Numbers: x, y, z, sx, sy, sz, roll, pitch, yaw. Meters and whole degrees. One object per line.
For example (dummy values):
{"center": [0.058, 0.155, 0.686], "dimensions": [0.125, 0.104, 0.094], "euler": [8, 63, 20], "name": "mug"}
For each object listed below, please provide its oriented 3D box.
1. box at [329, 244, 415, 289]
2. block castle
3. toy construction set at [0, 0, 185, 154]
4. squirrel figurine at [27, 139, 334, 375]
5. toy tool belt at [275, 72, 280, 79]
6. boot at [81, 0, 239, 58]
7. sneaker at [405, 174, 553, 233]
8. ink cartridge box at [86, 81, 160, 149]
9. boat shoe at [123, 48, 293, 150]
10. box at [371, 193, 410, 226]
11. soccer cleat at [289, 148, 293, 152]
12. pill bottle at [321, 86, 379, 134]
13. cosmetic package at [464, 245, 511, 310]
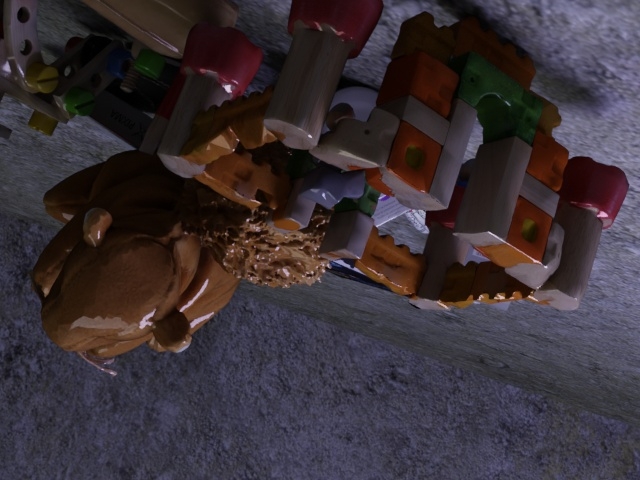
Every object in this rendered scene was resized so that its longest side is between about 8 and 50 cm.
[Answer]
{"center": [0.000, 0.000, 1.696], "dimensions": [0.293, 0.073, 0.295], "euler": [23, 176, -29], "name": "box"}
{"center": [0.085, -0.101, 1.162], "dimensions": [0.453, 0.213, 0.303], "euler": [30, 160, -29], "name": "block castle"}
{"center": [-0.341, -0.189, 1.365], "dimensions": [0.309, 0.237, 0.257], "euler": [23, 169, 5], "name": "toy construction set"}
{"center": [-0.179, -0.004, 1.343], "dimensions": [0.281, 0.397, 0.370], "euler": [62, -173, -6], "name": "squirrel figurine"}
{"center": [-0.030, -0.203, 1.364], "dimensions": [0.083, 0.052, 0.051], "euler": [1, 128, 47], "name": "toy tool belt"}
{"center": [-0.266, -0.284, 1.207], "dimensions": [0.236, 0.089, 0.269], "euler": [-3, 157, 43], "name": "boot"}
{"center": [0.243, -0.025, 1.625], "dimensions": [0.270, 0.090, 0.145], "euler": [30, 165, -28], "name": "sneaker"}
{"center": [-0.293, -0.177, 1.661], "dimensions": [0.275, 0.060, 0.239], "euler": [32, 176, 31], "name": "ink cartridge box"}
{"center": [-0.151, -0.167, 1.569], "dimensions": [0.335, 0.095, 0.112], "euler": [26, 166, -29], "name": "boat shoe"}
{"center": [0.081, -0.055, 1.611], "dimensions": [0.063, 0.067, 0.324], "euler": [64, 178, 0], "name": "box"}
{"center": [0.009, -0.102, 1.572], "dimensions": [0.196, 0.068, 0.076], "euler": [-8, 171, 5], "name": "soccer cleat"}
{"center": [0.030, -0.127, 1.431], "dimensions": [0.112, 0.112, 0.186], "euler": [21, 168, -9], "name": "pill bottle"}
{"center": [0.280, 0.039, 1.825], "dimensions": [0.127, 0.107, 0.238], "euler": [17, 171, 7], "name": "cosmetic package"}
